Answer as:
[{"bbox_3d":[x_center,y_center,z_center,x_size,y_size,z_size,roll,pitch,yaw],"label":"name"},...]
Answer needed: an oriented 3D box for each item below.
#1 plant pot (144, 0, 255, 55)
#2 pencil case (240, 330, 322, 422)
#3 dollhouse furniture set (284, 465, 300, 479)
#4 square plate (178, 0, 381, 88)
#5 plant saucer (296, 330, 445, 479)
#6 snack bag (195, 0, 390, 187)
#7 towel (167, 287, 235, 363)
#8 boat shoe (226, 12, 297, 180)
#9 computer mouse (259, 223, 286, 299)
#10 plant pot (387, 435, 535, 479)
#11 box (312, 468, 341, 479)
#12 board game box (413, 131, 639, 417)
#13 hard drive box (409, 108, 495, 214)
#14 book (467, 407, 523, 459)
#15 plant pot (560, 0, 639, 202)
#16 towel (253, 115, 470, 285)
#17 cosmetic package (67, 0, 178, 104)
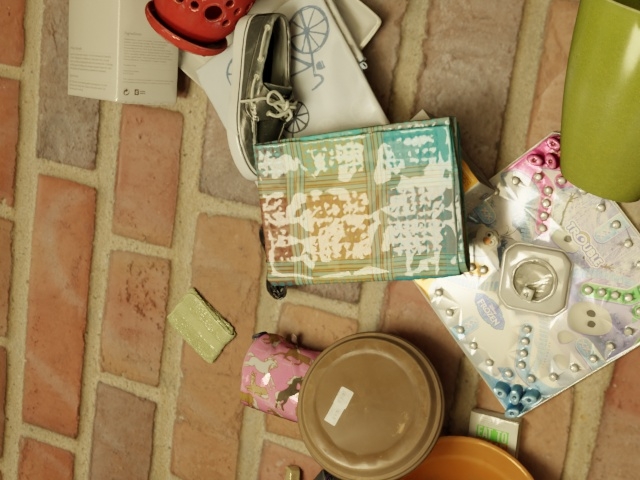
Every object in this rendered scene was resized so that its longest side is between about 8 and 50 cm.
[{"bbox_3d":[-0.226,-0.457,1.604,0.191,0.191,0.174,42,120,13],"label":"plant pot"},{"bbox_3d":[0.035,0.292,1.673,0.386,0.160,0.167,13,80,22],"label":"pencil case"},{"bbox_3d":[-0.052,0.542,1.842,0.081,0.091,0.114,156,120,-65],"label":"dollhouse furniture set"},{"bbox_3d":[-0.099,-0.399,1.683,0.347,0.049,0.344,44,114,12],"label":"square plate"},{"bbox_3d":[0.085,0.297,1.547,0.277,0.041,0.278,-6,70,16],"label":"plant saucer"},{"bbox_3d":[-0.045,-0.266,1.634,0.323,0.037,0.343,-30,85,26],"label":"snack bag"},{"bbox_3d":[-0.262,0.187,1.867,0.148,0.027,0.110,44,114,12],"label":"towel"},{"bbox_3d":[-0.095,-0.262,1.576,0.105,0.113,0.306,6,92,39],"label":"boat shoe"},{"bbox_3d":[0.000,0.000,1.706,0.262,0.060,0.184,-23,69,21],"label":"computer mouse"},{"bbox_3d":[0.248,0.533,1.555,0.291,0.291,0.203,25,141,19],"label":"plant pot"},{"bbox_3d":[0.003,0.618,1.719,0.143,0.165,0.270,24,116,-27],"label":"box"},{"bbox_3d":[0.382,0.072,1.540,0.390,0.050,0.390,-39,81,25],"label":"board game box"},{"bbox_3d":[0.165,-0.088,1.548,0.232,0.089,0.181,-43,65,19],"label":"hard drive box"},{"bbox_3d":[0.327,0.398,1.633,0.096,0.035,0.144,9,105,25],"label":"book"},{"bbox_3d":[0.494,-0.218,1.339,0.274,0.275,0.294,25,119,19],"label":"plant pot"},{"bbox_3d":[0.067,-0.059,1.491,0.370,0.040,0.271,-5,95,19],"label":"towel"},{"bbox_3d":[-0.395,-0.465,1.722,0.197,0.155,0.366,17,106,43],"label":"cosmetic package"}]
